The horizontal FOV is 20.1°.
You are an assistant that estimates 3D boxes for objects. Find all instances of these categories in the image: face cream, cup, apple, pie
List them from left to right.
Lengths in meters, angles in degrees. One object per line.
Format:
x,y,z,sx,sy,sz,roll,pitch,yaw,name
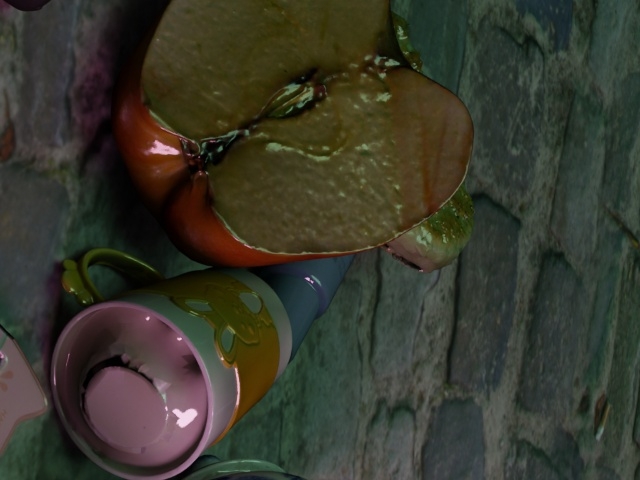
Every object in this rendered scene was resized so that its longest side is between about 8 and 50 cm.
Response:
-0.157,0.100,1.829,0.241,0.185,0.226,53,30,6,cup
-0.036,-0.138,1.897,0.365,0.329,0.295,-33,136,-31,apple
0.000,0.000,2.134,0.135,0.086,0.385,59,37,-27,face cream
0.069,-0.137,2.183,0.296,0.078,0.371,13,57,-53,pie

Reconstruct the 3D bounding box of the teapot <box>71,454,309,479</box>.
-0.083,0.330,1.859,0.424,0.252,0.280,19,31,-36,teapot

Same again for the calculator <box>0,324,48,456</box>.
-0.378,0.101,1.593,0.329,0.048,0.220,56,45,-33,calculator

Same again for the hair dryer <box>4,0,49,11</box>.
-0.299,-0.349,1.754,0.114,0.071,0.248,33,52,-49,hair dryer
